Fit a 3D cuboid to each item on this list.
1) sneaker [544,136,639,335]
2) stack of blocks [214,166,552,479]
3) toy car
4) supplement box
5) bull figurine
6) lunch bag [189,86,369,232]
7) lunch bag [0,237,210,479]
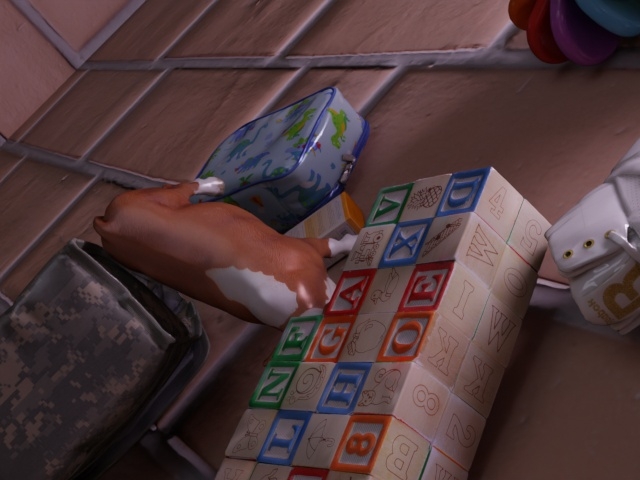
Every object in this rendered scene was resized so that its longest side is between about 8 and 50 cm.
[{"bbox_3d":[0.255,0.010,0.713,0.169,0.108,0.292,-44,16,0],"label":"sneaker"},{"bbox_3d":[0.048,0.096,0.831,0.171,0.087,0.297,-8,50,50],"label":"stack of blocks"},{"bbox_3d":[0.258,-0.240,1.067,0.182,0.159,0.136,13,94,60],"label":"toy car"},{"bbox_3d":[0.000,0.000,1.153,0.098,0.036,0.062,-35,27,15],"label":"supplement box"},{"bbox_3d":[-0.065,0.024,1.031,0.188,0.310,0.101,-19,-48,-61],"label":"bull figurine"},{"bbox_3d":[-0.051,-0.089,1.302,0.219,0.090,0.176,-17,36,42],"label":"lunch bag"},{"bbox_3d":[-0.243,0.139,1.117,0.235,0.169,0.287,-46,-6,0],"label":"lunch bag"}]
